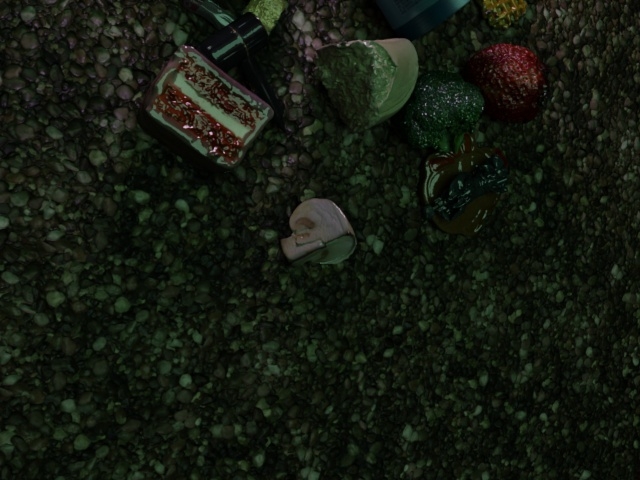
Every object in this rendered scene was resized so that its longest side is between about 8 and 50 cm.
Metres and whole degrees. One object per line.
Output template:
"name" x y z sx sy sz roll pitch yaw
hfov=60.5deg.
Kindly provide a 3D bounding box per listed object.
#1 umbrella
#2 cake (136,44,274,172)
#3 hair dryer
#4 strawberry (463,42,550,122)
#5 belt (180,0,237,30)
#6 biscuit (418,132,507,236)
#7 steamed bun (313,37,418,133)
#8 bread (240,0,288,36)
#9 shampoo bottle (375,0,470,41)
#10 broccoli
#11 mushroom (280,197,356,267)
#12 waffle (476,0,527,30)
"umbrella" 0.491 -0.163 1.850 0.348 0.094 0.143 -28 100 -16
"cake" -0.324 -0.345 1.497 0.308 0.230 0.237 34 79 -20
"hair dryer" -0.195 -0.450 1.591 0.189 0.107 0.352 -38 123 -13
"strawberry" 0.630 -0.538 1.887 0.288 0.250 0.239 11 125 -2
"belt" -0.298 -0.645 1.574 0.231 0.053 0.072 30 72 -23
"biscuit" 0.511 -0.209 1.941 0.381 0.074 0.359 -36 108 -13
"steamed bun" 0.137 -0.467 1.661 0.273 0.290 0.273 -16 114 -29
"bread" -0.163 -0.676 1.615 0.106 0.082 0.125 36 90 -10
"shampoo bottle" 0.294 -0.837 1.654 0.331 0.331 0.343 -43 108 -14
"broccoli" 0.378 -0.398 1.756 0.307 0.307 0.275 -36 128 -16
"mushroom" 0.000 -0.020 1.720 0.236 0.174 0.162 -25 151 17
"waffle" 0.631 -0.891 1.935 0.280 0.060 0.263 16 88 -23
